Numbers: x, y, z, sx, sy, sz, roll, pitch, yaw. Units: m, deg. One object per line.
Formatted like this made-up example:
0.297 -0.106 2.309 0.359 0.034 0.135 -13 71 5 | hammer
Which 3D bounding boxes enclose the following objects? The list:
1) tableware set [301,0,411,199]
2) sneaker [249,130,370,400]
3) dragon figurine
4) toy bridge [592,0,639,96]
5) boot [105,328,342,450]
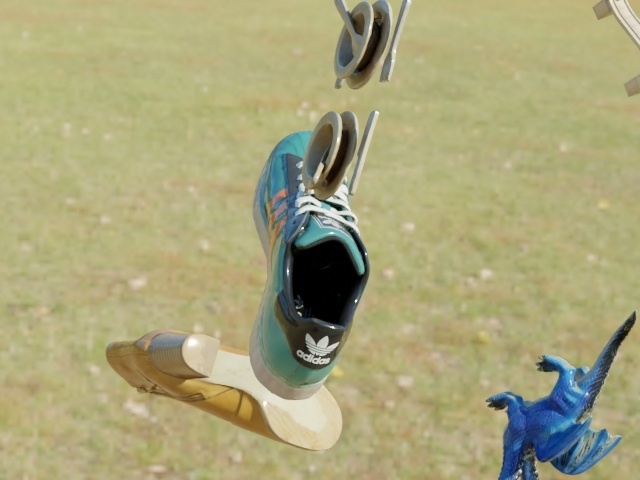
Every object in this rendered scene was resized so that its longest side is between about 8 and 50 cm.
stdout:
0.017 -0.134 1.298 0.039 0.194 0.128 18 -5 -20 | tableware set
0.000 0.000 1.369 0.108 0.121 0.302 15 52 -20 | sneaker
0.279 0.211 1.602 0.085 0.289 0.144 32 27 -44 | dragon figurine
0.325 -0.159 1.403 0.026 0.188 0.063 -19 -5 -15 | toy bridge
-0.132 0.199 1.921 0.295 0.104 0.211 32 -23 -28 | boot
